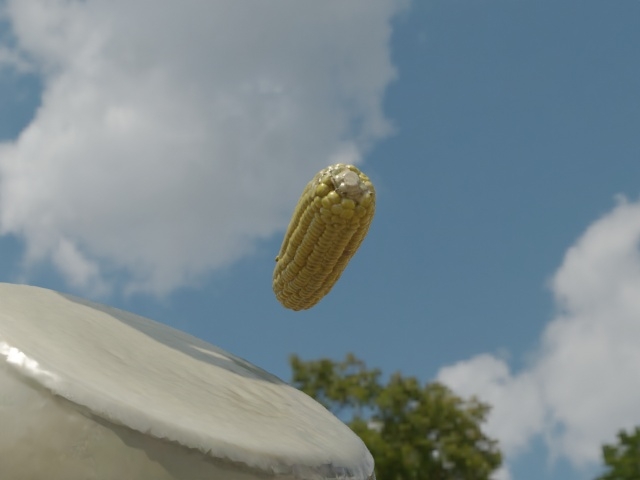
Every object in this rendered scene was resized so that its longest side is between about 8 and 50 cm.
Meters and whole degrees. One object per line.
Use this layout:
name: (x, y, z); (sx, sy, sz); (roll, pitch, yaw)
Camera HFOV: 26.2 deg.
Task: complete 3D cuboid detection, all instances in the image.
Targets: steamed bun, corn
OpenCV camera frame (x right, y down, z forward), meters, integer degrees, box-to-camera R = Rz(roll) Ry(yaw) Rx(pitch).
steamed bun: (-0.093, 0.122, 0.620); (0.232, 0.232, 0.145); (21, -86, -33)
corn: (0.000, 0.000, 1.244); (0.067, 0.067, 0.206); (5, -32, -15)
